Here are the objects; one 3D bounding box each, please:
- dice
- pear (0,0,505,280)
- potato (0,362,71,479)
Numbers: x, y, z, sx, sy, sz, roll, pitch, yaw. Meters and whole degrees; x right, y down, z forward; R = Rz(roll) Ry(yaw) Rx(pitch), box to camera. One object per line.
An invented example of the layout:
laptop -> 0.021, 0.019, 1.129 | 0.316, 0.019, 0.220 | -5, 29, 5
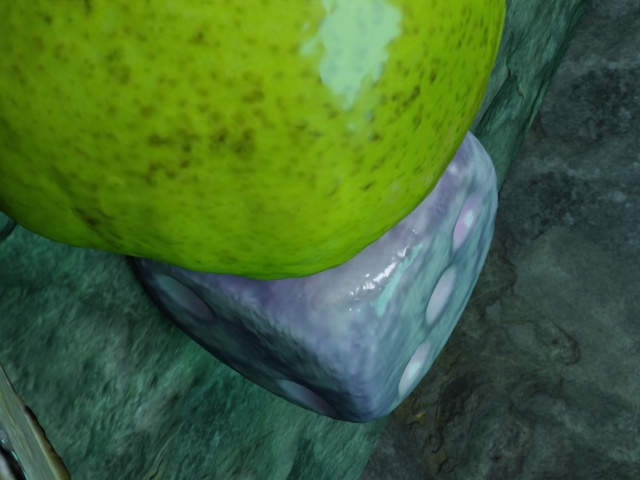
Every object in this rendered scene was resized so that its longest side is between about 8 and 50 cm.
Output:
dice -> 0.000, 0.000, 1.160 | 0.270, 0.270, 0.271 | -56, 158, -19
pear -> -0.062, -0.174, 0.696 | 0.391, 0.391, 0.391 | -50, 155, -34
potato -> -0.303, 0.199, 0.738 | 0.296, 0.290, 0.397 | -29, 128, -12
